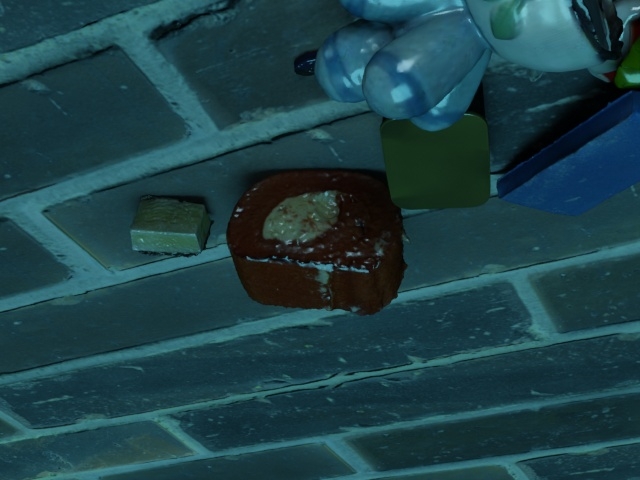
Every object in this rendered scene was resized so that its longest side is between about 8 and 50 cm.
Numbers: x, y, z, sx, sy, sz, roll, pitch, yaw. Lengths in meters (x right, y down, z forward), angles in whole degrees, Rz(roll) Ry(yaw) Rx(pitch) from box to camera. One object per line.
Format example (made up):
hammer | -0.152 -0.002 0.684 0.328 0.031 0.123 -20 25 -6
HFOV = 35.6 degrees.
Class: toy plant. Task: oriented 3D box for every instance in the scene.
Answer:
toy plant | 0.139 -0.246 1.103 0.332 0.247 0.247 -20 138 25

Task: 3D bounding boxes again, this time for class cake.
cake | 0.000 0.000 1.528 0.282 0.177 0.151 4 145 10

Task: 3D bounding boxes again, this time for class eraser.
eraser | 0.387 -0.111 1.380 0.144 0.043 0.312 12 157 -21

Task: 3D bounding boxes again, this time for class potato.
potato | -0.239 -0.023 1.597 0.122 0.086 0.061 4 148 11

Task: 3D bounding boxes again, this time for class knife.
knife | 0.015 -0.248 1.310 0.121 0.018 0.031 -25 137 32

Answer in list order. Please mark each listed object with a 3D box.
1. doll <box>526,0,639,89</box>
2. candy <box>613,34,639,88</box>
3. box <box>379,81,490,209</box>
doll | 0.410 -0.242 1.220 0.383 0.099 0.188 3 153 -6
candy | 0.410 -0.220 1.085 0.149 0.069 0.246 -4 178 9
box | 0.162 -0.138 1.387 0.144 0.090 0.201 -3 144 10
